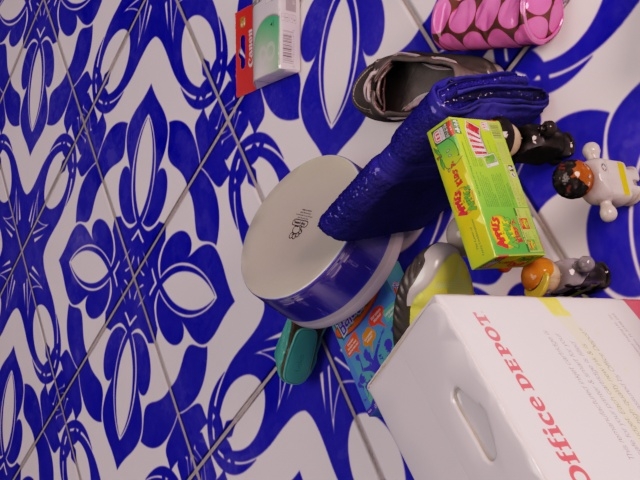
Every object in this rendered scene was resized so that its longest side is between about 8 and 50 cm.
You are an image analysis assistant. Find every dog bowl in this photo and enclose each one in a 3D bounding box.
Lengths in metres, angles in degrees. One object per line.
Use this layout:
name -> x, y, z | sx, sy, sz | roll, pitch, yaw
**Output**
dog bowl -> 0.000, 0.000, 1.730 | 0.265, 0.104, 0.265 | -30, 42, 31

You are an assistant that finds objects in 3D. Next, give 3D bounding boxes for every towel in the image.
towel -> 0.148, -0.117, 1.516 | 0.308, 0.227, 0.076 | -48, 61, 42

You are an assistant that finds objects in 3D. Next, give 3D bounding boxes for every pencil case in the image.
pencil case -> 0.243, -0.317, 1.524 | 0.209, 0.095, 0.098 | 6, 116, 54

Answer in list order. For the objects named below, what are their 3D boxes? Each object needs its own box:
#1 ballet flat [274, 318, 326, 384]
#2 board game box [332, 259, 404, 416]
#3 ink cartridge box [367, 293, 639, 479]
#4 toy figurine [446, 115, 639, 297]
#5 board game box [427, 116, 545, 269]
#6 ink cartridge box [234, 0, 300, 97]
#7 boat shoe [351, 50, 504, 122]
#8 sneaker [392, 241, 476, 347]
ballet flat -> -0.023, 0.125, 1.858 | 0.247, 0.083, 0.087 | -69, 25, 19
board game box -> 0.096, 0.146, 1.715 | 0.160, 0.047, 0.210 | -53, 46, 37
ink cartridge box -> 0.281, 0.208, 1.167 | 0.160, 0.384, 0.279 | -58, 44, 33
toy figurine -> 0.280, -0.040, 1.394 | 0.209, 0.148, 0.213 | 40, 118, 48
board game box -> 0.199, -0.057, 1.316 | 0.043, 0.092, 0.181 | -34, 65, 45
ink cartridge box -> -0.120, -0.382, 2.063 | 0.224, 0.056, 0.181 | -10, 78, 51
boat shoe -> 0.136, -0.238, 1.657 | 0.335, 0.095, 0.112 | 9, 94, 54
sneaker -> 0.197, 0.175, 1.455 | 0.147, 0.145, 0.385 | 13, 127, 39
